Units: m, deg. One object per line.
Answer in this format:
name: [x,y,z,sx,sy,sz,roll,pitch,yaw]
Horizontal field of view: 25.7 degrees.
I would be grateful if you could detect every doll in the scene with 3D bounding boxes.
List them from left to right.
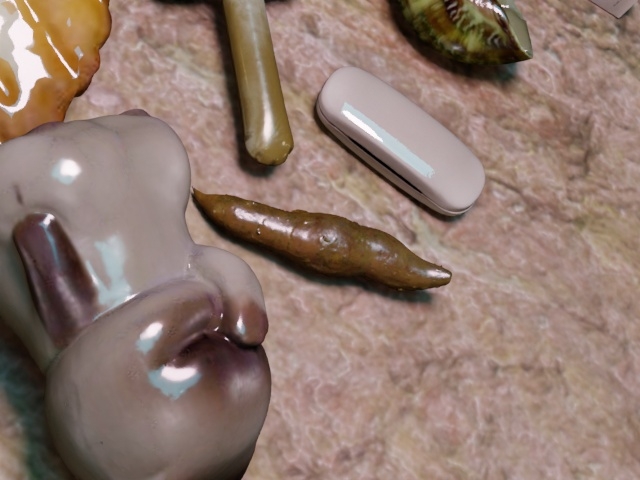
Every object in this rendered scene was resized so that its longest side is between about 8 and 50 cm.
doll: [-0.174,0.048,1.200,0.370,0.226,0.215,54,22,11]

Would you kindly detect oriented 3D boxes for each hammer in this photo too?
hammer: [-0.073,-0.219,1.439,0.201,0.113,0.306,-6,75,-24]

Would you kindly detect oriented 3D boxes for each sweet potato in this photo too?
sweet potato: [0.000,0.000,1.392,0.273,0.067,0.067,18,61,-11]

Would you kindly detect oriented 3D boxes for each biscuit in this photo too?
biscuit: [-0.353,-0.215,1.260,0.325,0.107,0.326,-1,93,-25]

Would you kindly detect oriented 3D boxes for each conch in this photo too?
conch: [0.158,-0.285,1.567,0.187,0.124,0.181,47,40,-33]

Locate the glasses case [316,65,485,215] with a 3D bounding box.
glasses case: [0.086,-0.105,1.485,0.204,0.051,0.081,38,56,-5]

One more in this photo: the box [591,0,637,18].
box: [0.345,-0.310,1.700,0.083,0.054,0.024,30,56,-10]
